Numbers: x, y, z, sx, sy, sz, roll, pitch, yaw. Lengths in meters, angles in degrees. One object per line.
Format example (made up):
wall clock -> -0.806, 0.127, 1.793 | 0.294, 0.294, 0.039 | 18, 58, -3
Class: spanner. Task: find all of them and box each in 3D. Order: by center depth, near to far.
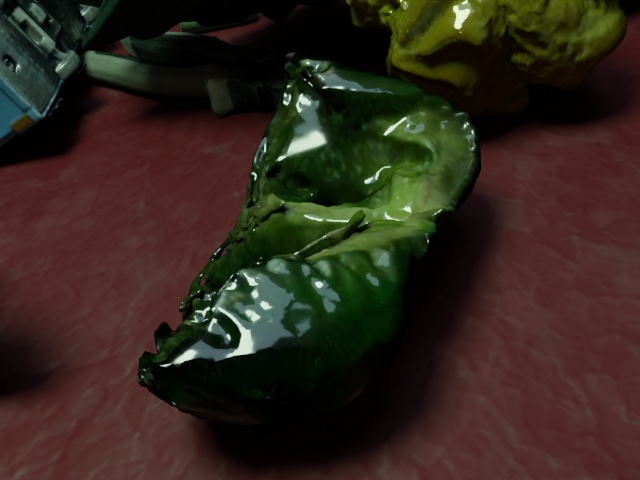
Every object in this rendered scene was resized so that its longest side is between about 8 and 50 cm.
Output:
spanner -> -0.095, -0.157, 0.683 | 0.324, 0.040, 0.095 | 18, 47, 33

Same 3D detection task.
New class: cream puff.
cream puff -> 0.110, -0.186, 0.547 | 0.221, 0.195, 0.194 | 43, 58, 16

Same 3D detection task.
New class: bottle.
bottle -> -0.114, -0.250, 0.812 | 0.083, 0.030, 0.030 | -11, 38, -2

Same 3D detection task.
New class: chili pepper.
chili pepper -> -0.001, 0.008, 0.415 | 0.148, 0.116, 0.265 | 15, 44, 12

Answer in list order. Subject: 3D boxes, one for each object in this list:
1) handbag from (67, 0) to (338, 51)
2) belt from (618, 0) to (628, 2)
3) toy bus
handbag -> -0.045, -0.270, 0.632 | 0.326, 0.089, 0.238 | -28, -2, -44
belt -> 0.233, -0.278, 0.696 | 0.230, 0.126, 0.139 | -15, 10, -7
toy bus -> -0.300, -0.195, 0.706 | 0.131, 0.106, 0.297 | -31, 35, 16
